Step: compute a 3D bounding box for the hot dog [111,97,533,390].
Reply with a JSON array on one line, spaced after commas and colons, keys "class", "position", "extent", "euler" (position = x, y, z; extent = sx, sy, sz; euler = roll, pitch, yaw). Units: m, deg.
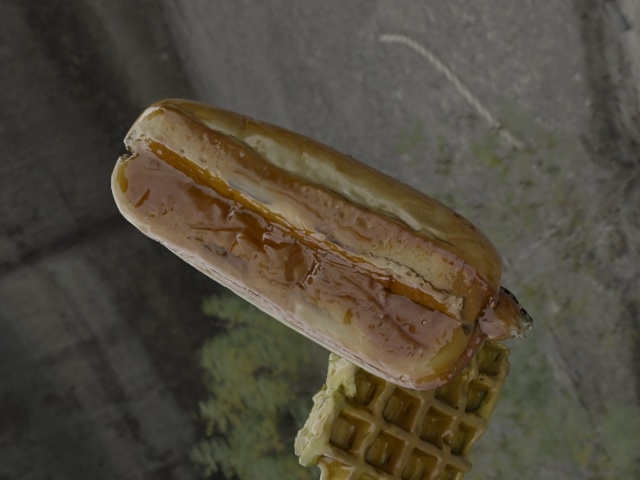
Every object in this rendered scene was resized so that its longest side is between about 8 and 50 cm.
[{"class": "hot dog", "position": [0.000, 0.000, 0.666], "extent": [0.249, 0.102, 0.076], "euler": [27, -164, 16]}]

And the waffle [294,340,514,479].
[{"class": "waffle", "position": [0.063, 0.156, 1.037], "extent": [0.160, 0.211, 0.055], "euler": [31, 164, -26]}]
